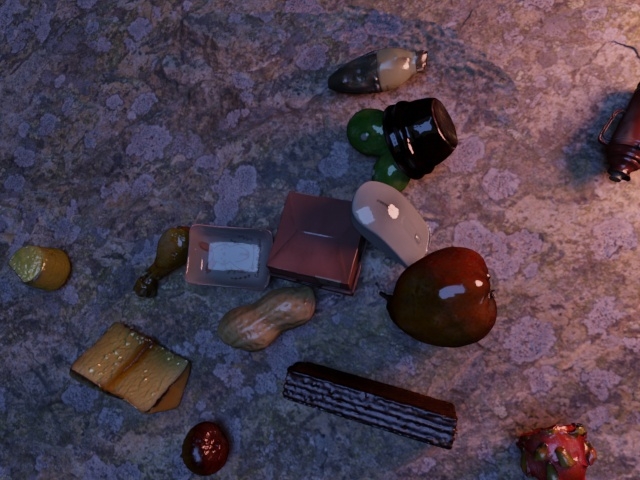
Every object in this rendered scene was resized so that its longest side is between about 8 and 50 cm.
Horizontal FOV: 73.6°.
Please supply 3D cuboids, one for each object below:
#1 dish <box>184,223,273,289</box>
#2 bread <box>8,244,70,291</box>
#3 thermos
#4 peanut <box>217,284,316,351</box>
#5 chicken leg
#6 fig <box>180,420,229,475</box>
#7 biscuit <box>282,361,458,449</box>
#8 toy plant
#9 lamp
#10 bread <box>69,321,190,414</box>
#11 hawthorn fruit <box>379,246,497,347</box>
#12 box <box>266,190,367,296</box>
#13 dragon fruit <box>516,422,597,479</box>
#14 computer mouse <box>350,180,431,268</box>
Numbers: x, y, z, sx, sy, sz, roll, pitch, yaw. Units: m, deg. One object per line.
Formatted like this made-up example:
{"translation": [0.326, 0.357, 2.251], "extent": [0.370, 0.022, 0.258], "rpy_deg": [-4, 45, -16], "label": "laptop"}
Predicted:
{"translation": [-0.222, 0.043, 1.078], "extent": [0.212, 0.077, 0.152], "rpy_deg": [4, 85, 3], "label": "dish"}
{"translation": [-0.784, 0.072, 1.205], "extent": [0.129, 0.114, 0.111], "rpy_deg": [38, 86, 12], "label": "bread"}
{"translation": [0.665, -0.230, 0.895], "extent": [0.124, 0.099, 0.232], "rpy_deg": [30, 90, 11], "label": "thermos"}
{"translation": [-0.125, 0.192, 1.028], "extent": [0.256, 0.123, 0.124], "rpy_deg": [-23, 79, 9], "label": "peanut"}
{"translation": [-0.409, 0.059, 1.131], "extent": [0.251, 0.087, 0.107], "rpy_deg": [-47, 65, 11], "label": "chicken leg"}
{"translation": [-0.283, 0.516, 1.050], "extent": [0.119, 0.153, 0.119], "rpy_deg": [10, 52, -13], "label": "fig"}
{"translation": [0.104, 0.358, 0.956], "extent": [0.387, 0.107, 0.073], "rpy_deg": [12, 89, 15], "label": "biscuit"}
{"translation": [0.179, -0.227, 0.986], "extent": [0.235, 0.175, 0.218], "rpy_deg": [-21, 84, 36], "label": "toy plant"}
{"translation": [0.137, -0.412, 1.045], "extent": [0.249, 0.101, 0.101], "rpy_deg": [-6, 82, 16], "label": "lamp"}
{"translation": [-0.487, 0.349, 1.106], "extent": [0.265, 0.178, 0.142], "rpy_deg": [19, 120, 18], "label": "bread"}
{"translation": [0.244, 0.123, 0.918], "extent": [0.248, 0.208, 0.208], "rpy_deg": [-10, 81, 29], "label": "hawthorn fruit"}
{"translation": [0.000, 0.000, 1.010], "extent": [0.214, 0.086, 0.215], "rpy_deg": [12, 71, 14], "label": "box"}
{"translation": [0.465, 0.440, 0.850], "extent": [0.133, 0.150, 0.208], "rpy_deg": [-8, 107, 12], "label": "dragon fruit"}
{"translation": [0.163, -0.037, 0.952], "extent": [0.230, 0.079, 0.128], "rpy_deg": [34, 70, -17], "label": "computer mouse"}
